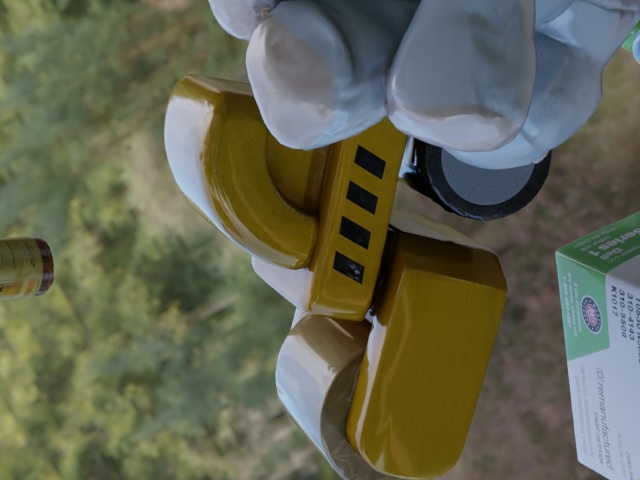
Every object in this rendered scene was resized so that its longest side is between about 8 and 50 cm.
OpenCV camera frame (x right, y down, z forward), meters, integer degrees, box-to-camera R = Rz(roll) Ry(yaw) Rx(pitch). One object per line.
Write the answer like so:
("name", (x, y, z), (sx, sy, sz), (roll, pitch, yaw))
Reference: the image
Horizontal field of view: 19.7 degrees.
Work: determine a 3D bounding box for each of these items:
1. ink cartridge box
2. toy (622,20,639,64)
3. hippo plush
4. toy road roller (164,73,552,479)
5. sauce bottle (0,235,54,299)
("ink cartridge box", (0.315, 0.115, 1.396), (0.278, 0.117, 0.201), (27, 133, 54))
("toy", (0.300, -0.111, 1.484), (0.237, 0.056, 0.137), (-116, 8, -50))
("hippo plush", (0.080, -0.168, 1.075), (0.234, 0.294, 0.236), (26, -179, 24))
("toy road roller", (0.000, 0.000, 1.335), (0.202, 0.240, 0.330), (-145, 66, -70))
("sauce bottle", (-0.231, 0.020, 1.161), (0.042, 0.128, 0.042), (8, 100, 53))
